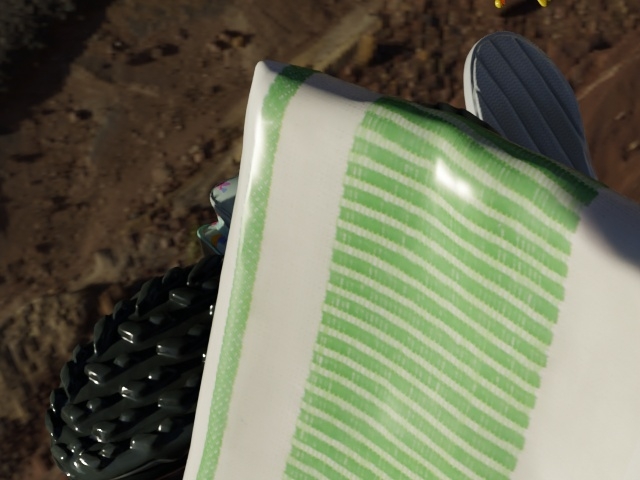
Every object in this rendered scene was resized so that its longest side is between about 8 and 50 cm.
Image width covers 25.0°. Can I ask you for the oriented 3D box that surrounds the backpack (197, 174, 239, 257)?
[{"bbox_3d":[0.000,0.000,1.294,0.166,0.188,0.144,38,141,53],"label":"backpack"}]

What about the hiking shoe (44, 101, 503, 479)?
[{"bbox_3d":[-0.005,0.058,0.811,0.304,0.132,0.113,-33,48,-6],"label":"hiking shoe"}]

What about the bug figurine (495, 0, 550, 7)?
[{"bbox_3d":[0.231,-0.379,1.457,0.279,0.072,0.216,-40,100,-10],"label":"bug figurine"}]

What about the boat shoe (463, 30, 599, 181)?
[{"bbox_3d":[0.221,-0.061,1.437,0.109,0.094,0.302,-23,85,-11],"label":"boat shoe"}]

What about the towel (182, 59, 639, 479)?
[{"bbox_3d":[0.078,0.109,0.428,0.325,0.038,0.248,33,124,34],"label":"towel"}]
